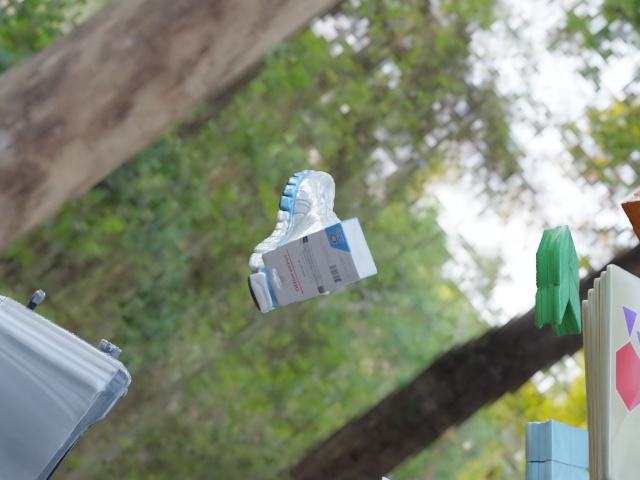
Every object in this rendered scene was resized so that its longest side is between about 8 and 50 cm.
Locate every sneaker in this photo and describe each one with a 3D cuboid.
[{"bbox_3d":[0.000,0.000,1.515,0.191,0.082,0.071,-70,150,-52],"label":"sneaker"}]

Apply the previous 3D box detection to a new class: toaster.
[{"bbox_3d":[-0.271,0.152,1.395,0.146,0.227,0.129,37,-8,-3],"label":"toaster"}]

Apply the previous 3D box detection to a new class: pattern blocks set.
[{"bbox_3d":[0.214,0.105,1.080,0.026,0.285,0.325,-9,-29,34],"label":"pattern blocks set"}]

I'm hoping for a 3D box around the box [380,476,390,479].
[{"bbox_3d":[0.083,0.274,1.181,0.159,0.044,0.233,29,24,-1],"label":"box"}]

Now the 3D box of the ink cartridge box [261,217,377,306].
[{"bbox_3d":[-0.002,0.018,1.352,0.028,0.083,0.048,-17,87,-57],"label":"ink cartridge box"}]
